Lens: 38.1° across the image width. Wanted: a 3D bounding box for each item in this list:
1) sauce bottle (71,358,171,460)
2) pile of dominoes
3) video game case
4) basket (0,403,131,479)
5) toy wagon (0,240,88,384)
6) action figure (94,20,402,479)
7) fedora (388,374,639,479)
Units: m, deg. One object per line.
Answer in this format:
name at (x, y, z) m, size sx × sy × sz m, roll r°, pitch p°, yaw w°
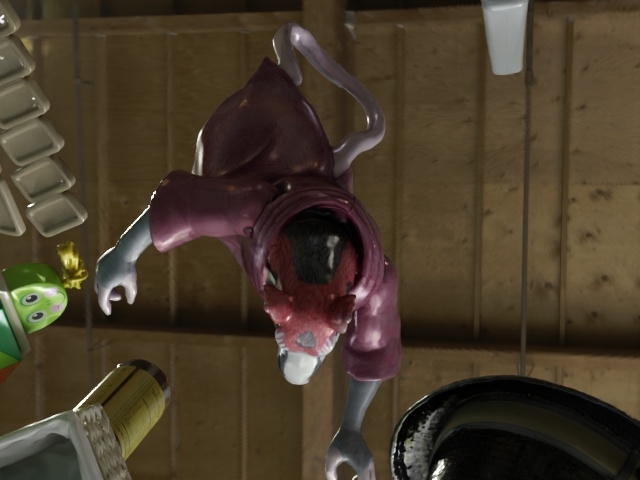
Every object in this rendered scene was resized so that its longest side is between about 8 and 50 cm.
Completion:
sauce bottle at (-0.328, 0.287, 1.325) m, size 0.111 × 0.344 × 0.111 m, roll 5°, pitch -71°, yaw 15°
pile of dominoes at (-0.272, -0.114, 0.709) m, size 0.196 × 0.040 × 0.251 m, roll 9°, pitch -50°, yaw 25°
video game case at (0.148, -0.314, 0.798) m, size 0.036 × 0.329 × 0.300 m, roll -5°, pitch -89°, yaw 12°
basket at (-0.290, 0.246, 0.950) m, size 0.167 × 0.103 × 0.113 m, roll -22°, pitch -94°, yaw 9°
toy wagon at (-0.384, 0.095, 0.884) m, size 0.344 × 0.267 × 0.068 m, roll -21°, pitch -122°, yaw -19°
action figure at (0.000, 0.000, 0.702) m, size 0.248 × 0.370 × 0.276 m, roll 37°, pitch -88°, yaw -13°
fedora at (0.176, 0.276, 0.746) m, size 0.334 × 0.152 × 0.334 m, roll 19°, pitch -52°, yaw 26°
